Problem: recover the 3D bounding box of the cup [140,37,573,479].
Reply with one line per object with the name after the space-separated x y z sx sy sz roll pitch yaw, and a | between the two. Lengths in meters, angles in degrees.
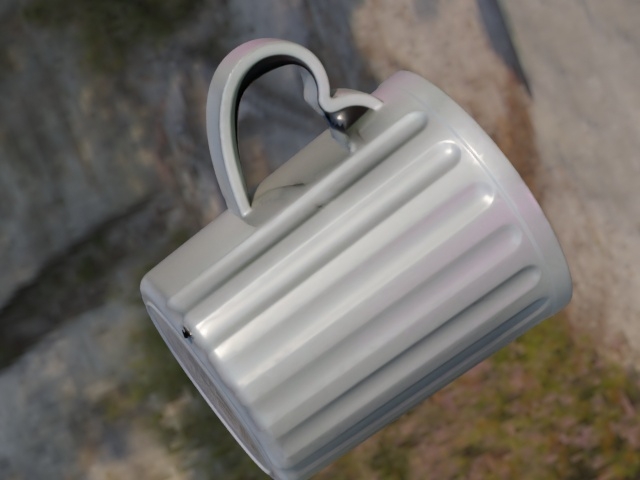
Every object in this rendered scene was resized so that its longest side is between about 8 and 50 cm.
0.001 0.006 1.005 0.221 0.202 0.167 52 169 9 | cup
